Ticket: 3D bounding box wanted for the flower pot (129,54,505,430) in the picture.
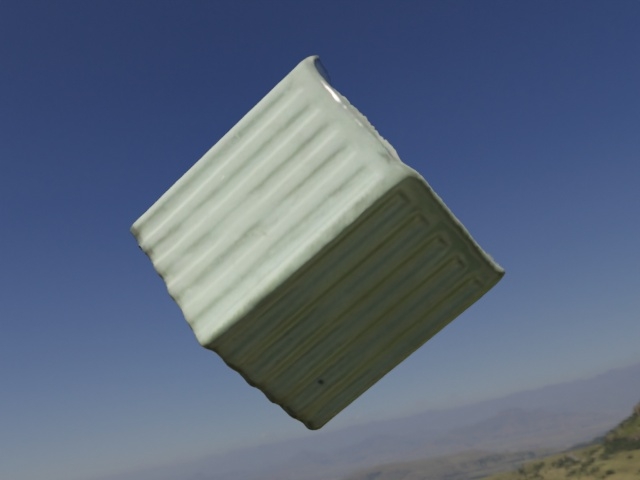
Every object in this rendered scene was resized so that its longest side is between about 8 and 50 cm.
[{"bbox_3d":[0.000,0.000,0.519,0.189,0.239,0.209,-41,-29,9],"label":"flower pot"}]
